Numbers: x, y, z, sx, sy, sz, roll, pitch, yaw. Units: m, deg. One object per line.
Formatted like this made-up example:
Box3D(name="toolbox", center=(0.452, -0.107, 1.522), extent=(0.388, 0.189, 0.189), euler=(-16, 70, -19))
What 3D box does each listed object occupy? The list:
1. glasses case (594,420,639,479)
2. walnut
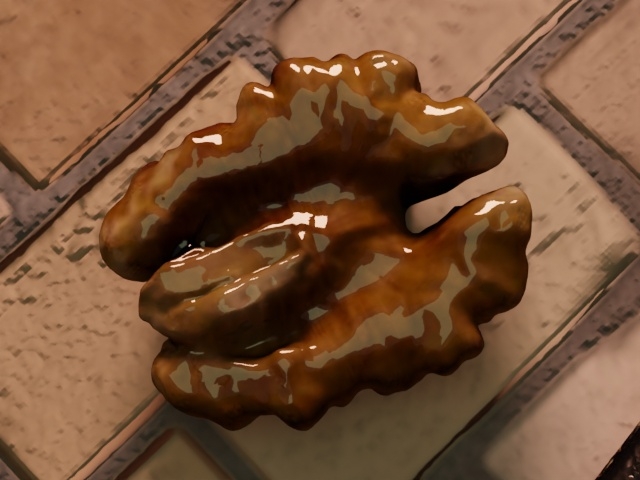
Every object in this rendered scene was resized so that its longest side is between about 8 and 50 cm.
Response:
Box3D(name="glasses case", center=(0.150, 0.141, 0.782), extent=(0.122, 0.082, 0.321), euler=(39, 83, 5))
Box3D(name="walnut", center=(0.000, 0.000, 0.815), extent=(0.170, 0.069, 0.143), euler=(-20, 83, 0))
